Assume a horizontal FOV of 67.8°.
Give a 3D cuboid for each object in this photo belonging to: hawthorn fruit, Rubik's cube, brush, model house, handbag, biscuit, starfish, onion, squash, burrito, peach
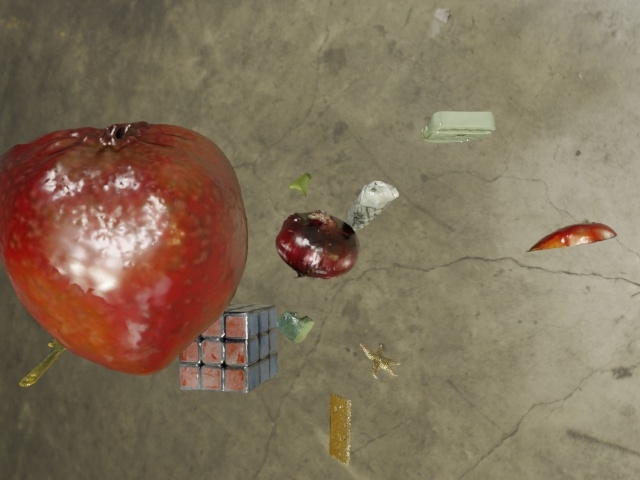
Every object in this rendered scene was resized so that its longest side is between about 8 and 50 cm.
[{"bbox_3d":[-0.208,0.021,0.544,0.265,0.265,0.308,17,116,35],"label":"hawthorn fruit"},{"bbox_3d":[-0.356,0.415,1.891,0.303,0.301,0.306,0,87,17],"label":"Rubik's cube"},{"bbox_3d":[-0.576,0.247,1.027,0.082,0.218,0.010,-8,108,4],"label":"brush"},{"bbox_3d":[-0.074,0.236,1.351,0.083,0.066,0.079,36,102,28],"label":"model house"},{"bbox_3d":[0.507,-0.408,1.787,0.255,0.219,0.079,-1,80,-6],"label":"handbag"},{"bbox_3d":[0.073,0.687,1.747,0.131,0.025,0.231,-7,80,60],"label":"biscuit"},{"bbox_3d":[0.110,0.229,0.908,0.086,0.092,0.016,24,120,9],"label":"starfish"},{"bbox_3d":[0.000,0.000,1.686,0.314,0.313,0.233,37,122,32],"label":"onion"},{"bbox_3d":[-0.084,-0.247,2.118,0.090,0.200,0.075,11,118,9],"label":"squash"},{"bbox_3d":[0.185,-0.128,1.885,0.445,0.138,0.101,123,125,-72],"label":"burrito"},{"bbox_3d":[0.800,-0.015,1.541,0.278,0.189,0.068,-10,86,0],"label":"peach"}]
